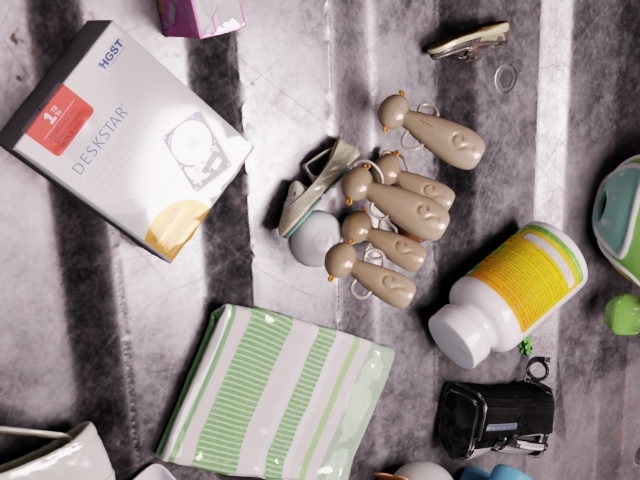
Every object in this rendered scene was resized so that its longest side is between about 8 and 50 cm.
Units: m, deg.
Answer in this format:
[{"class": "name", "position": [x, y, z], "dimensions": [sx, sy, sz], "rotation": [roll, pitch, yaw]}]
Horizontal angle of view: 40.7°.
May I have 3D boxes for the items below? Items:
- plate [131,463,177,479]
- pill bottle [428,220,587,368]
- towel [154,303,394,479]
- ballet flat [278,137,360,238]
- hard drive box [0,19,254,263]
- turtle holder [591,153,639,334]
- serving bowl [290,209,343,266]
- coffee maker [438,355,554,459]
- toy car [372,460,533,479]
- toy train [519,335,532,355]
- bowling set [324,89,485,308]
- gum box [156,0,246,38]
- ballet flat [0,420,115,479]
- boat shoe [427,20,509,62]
[{"class": "plate", "position": [-0.229, 0.485, 1.125], "dimensions": [0.277, 0.045, 0.278], "rotation": [-41, 86, -20]}, {"class": "pill bottle", "position": [0.292, 0.090, 1.367], "dimensions": [0.246, 0.136, 0.136], "rotation": [-37, 119, -20]}, {"class": "towel", "position": [-0.052, 0.235, 1.246], "dimensions": [0.325, 0.038, 0.247], "rotation": [22, 90, -35]}, {"class": "ballet flat", "position": [-0.013, -0.075, 1.190], "dimensions": [0.052, 0.057, 0.168], "rotation": [44, 72, -4]}, {"class": "hard drive box", "position": [-0.224, -0.113, 1.014], "dimensions": [0.232, 0.089, 0.181], "rotation": [39, 80, -33]}, {"class": "turtle holder", "position": [0.597, -0.007, 1.483], "dimensions": [0.243, 0.227, 0.320], "rotation": [-24, 115, -27]}, {"class": "serving bowl", "position": [0.000, 0.000, 1.223], "dimensions": [0.083, 0.027, 0.083], "rotation": [-8, 107, -30]}, {"class": "coffee maker", "position": [0.293, 0.278, 1.445], "dimensions": [0.178, 0.120, 0.171], "rotation": [8, 75, -35]}, {"class": "toy car", "position": [0.179, 0.428, 1.388], "dimensions": [0.238, 0.210, 0.219], "rotation": [35, 67, -5]}, {"class": "toy train", "position": [0.354, 0.162, 1.499], "dimensions": [0.024, 0.017, 0.083], "rotation": [-35, 119, -33]}, {"class": "bowling set", "position": [0.095, -0.040, 1.217], "dimensions": [0.154, 0.200, 0.287], "rotation": [27, 77, 1]}, {"class": "gum box", "position": [-0.154, -0.332, 0.989], "dimensions": [0.062, 0.107, 0.188], "rotation": [-22, 113, -27]}, {"class": "ballet flat", "position": [-0.429, 0.280, 0.978], "dimensions": [0.400, 0.139, 0.139], "rotation": [-3, 104, -36]}, {"class": "boat shoe", "position": [0.224, -0.286, 1.274], "dimensions": [0.152, 0.056, 0.049], "rotation": [-23, 109, -26]}]
